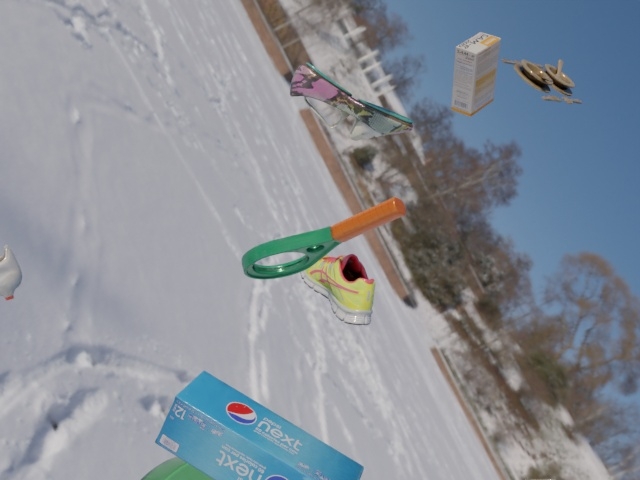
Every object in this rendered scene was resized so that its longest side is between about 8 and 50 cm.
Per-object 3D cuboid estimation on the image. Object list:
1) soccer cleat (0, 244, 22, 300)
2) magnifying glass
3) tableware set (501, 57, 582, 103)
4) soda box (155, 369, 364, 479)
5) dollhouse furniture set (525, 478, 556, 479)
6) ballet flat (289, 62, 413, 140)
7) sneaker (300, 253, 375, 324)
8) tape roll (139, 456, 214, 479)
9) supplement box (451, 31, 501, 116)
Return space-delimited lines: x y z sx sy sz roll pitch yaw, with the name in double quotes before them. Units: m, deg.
"soccer cleat" -0.502 0.055 0.960 0.068 0.196 0.076 28 -53 59
"magnifying glass" 0.000 0.000 0.894 0.092 0.230 0.026 20 54 -53
"tableware set" 0.450 -0.326 1.425 0.194 0.039 0.128 -9 54 -49
"soda box" -0.064 0.230 0.775 0.210 0.067 0.071 30 20 8
"dollhouse furniture set" 0.232 0.296 0.603 0.161 0.101 0.182 47 40 -68
"ballet flat" 0.047 -0.221 1.235 0.221 0.079 0.077 27 10 -6
"sneaker" 0.037 0.057 1.246 0.208 0.081 0.094 42 -55 49
"tape roll" -0.193 0.517 1.193 0.321 0.077 0.322 13 71 -40
"supplement box" 0.218 -0.234 1.018 0.036 0.062 0.099 29 -41 33
